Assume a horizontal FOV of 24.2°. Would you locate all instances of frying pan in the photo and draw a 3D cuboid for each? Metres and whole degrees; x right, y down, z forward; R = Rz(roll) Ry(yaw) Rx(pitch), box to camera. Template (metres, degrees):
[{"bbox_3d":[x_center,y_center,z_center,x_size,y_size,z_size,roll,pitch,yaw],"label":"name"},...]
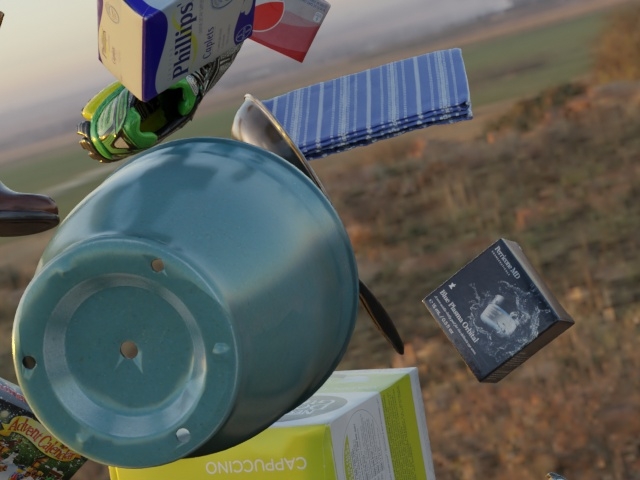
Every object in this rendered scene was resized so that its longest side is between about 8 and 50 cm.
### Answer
[{"bbox_3d":[-0.015,-0.019,1.558,0.053,0.326,0.197,-32,49,-8],"label":"frying pan"}]

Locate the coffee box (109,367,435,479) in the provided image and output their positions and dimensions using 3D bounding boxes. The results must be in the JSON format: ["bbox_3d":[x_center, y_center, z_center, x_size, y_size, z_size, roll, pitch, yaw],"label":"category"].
[{"bbox_3d":[-0.049,0.376,2.043,0.337,0.338,0.334,-6,5,25],"label":"coffee box"}]

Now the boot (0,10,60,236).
[{"bbox_3d":[-0.435,-0.153,1.887,0.264,0.280,0.096,7,-13,12],"label":"boot"}]

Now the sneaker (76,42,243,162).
[{"bbox_3d":[-0.211,-0.241,2.289,0.146,0.134,0.343,1,45,47],"label":"sneaker"}]

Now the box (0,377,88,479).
[{"bbox_3d":[-0.391,0.232,1.704,0.159,0.233,0.044,-47,37,14],"label":"box"}]

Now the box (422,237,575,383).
[{"bbox_3d":[0.266,0.106,2.236,0.158,0.156,0.093,-40,-20,15],"label":"box"}]

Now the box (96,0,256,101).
[{"bbox_3d":[-0.129,-0.213,1.356,0.137,0.072,0.126,-36,-21,-25],"label":"box"}]

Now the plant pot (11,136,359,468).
[{"bbox_3d":[-0.121,0.064,1.236,0.271,0.271,0.255,-13,8,13],"label":"plant pot"}]

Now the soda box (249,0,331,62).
[{"bbox_3d":[-0.125,-0.328,1.931,0.263,0.092,0.083,22,15,-20],"label":"soda box"}]

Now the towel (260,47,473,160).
[{"bbox_3d":[0.050,-0.184,2.146,0.336,0.040,0.243,-15,26,8],"label":"towel"}]

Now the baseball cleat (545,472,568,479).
[{"bbox_3d":[0.231,0.340,1.565,0.072,0.109,0.206,111,-176,-52],"label":"baseball cleat"}]
